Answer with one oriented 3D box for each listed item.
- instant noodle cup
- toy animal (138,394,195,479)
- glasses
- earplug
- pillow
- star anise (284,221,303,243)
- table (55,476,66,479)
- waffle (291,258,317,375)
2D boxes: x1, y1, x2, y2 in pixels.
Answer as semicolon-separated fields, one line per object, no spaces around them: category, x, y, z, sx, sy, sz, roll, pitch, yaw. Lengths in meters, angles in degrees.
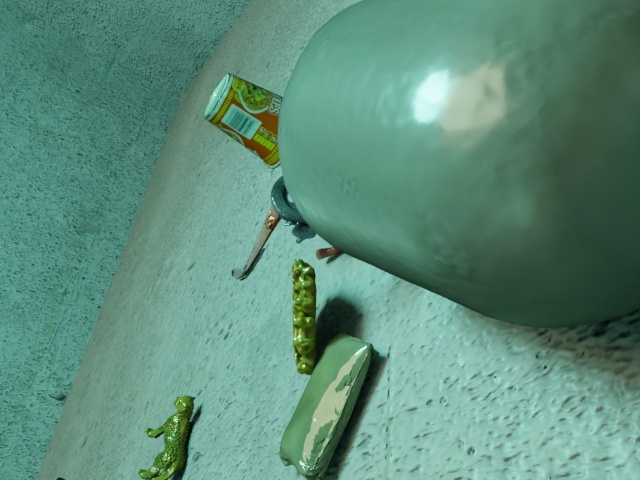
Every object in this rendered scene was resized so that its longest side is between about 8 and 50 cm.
instant noodle cup;-0.172;-0.310;1.643;0.193;0.212;0.193;-47;28;34
toy animal;-0.308;0.423;1.334;0.136;0.073;0.181;-39;29;30
glasses;0.000;0.000;1.002;0.118;0.234;0.268;58;143;23
earplug;0.168;-0.084;0.598;0.313;0.312;0.394;-63;26;1
pillow;0.007;0.227;0.905;0.119;0.053;0.208;7;68;63
star anise;0.018;-0.079;1.118;0.065;0.182;0.195;29;110;25
table;-0.398;0.555;1.148;0.317;0.249;0.317;-46;29;34
waffle;-0.025;0.115;1.003;0.191;0.038;0.191;180;90;-87
